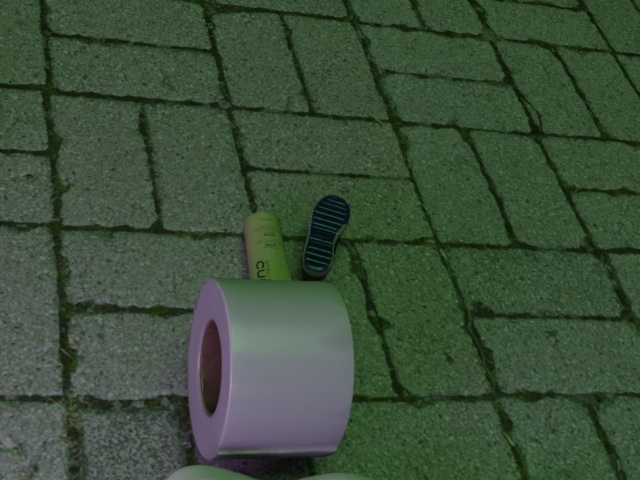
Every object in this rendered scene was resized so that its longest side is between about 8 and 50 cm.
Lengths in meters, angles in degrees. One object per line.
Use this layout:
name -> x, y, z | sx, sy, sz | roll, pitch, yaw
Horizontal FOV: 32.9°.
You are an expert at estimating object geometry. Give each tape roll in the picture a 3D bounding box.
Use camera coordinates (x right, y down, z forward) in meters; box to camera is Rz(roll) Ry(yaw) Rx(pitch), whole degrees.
tape roll -> -0.073, 0.174, 1.475 | 0.169, 0.246, 0.246 | 2, 46, -20

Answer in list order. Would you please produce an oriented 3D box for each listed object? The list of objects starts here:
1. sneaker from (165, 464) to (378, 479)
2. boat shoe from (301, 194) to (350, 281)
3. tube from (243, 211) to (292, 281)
sneaker -> -0.033, 0.376, 1.340 | 0.350, 0.131, 0.148 | 8, 33, -26
boat shoe -> 0.000, 0.000, 1.810 | 0.066, 0.066, 0.183 | 20, 48, 2
tube -> -0.078, 0.062, 1.726 | 0.070, 0.062, 0.240 | -21, 51, 13
